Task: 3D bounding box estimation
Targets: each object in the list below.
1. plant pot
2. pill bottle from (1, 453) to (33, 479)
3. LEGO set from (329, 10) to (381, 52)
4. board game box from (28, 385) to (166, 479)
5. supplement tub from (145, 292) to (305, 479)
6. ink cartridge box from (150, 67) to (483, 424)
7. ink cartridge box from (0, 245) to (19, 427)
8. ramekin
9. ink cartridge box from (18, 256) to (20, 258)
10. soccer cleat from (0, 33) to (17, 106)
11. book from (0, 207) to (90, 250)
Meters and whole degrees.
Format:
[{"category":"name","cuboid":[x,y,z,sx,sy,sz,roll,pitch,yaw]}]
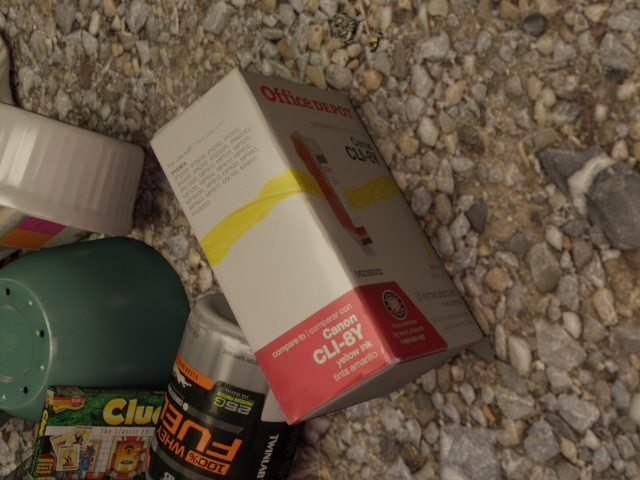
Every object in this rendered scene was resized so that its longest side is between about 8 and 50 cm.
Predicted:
[{"category":"plant pot","cuboid":[-0.378,0.141,1.404,0.293,0.235,0.293,1,92,30]},{"category":"pill bottle","cuboid":[-0.456,0.420,1.513,0.246,0.130,0.130,-39,72,25]},{"category":"LEGO set","cuboid":[0.042,-0.283,1.273,0.083,0.023,0.054,13,97,29]},{"category":"board game box","cuboid":[-0.268,0.276,1.338,0.030,0.260,0.136,25,104,55]},{"category":"supplement tub","cuboid":[-0.121,0.247,1.280,0.194,0.193,0.316,23,102,28]},{"category":"ink cartridge box","cuboid":[0.000,0.000,1.155,0.160,0.279,0.384,-36,74,25]},{"category":"ink cartridge box","cuboid":[-0.577,0.165,1.528,0.130,0.272,0.309,8,104,2]},{"category":"ramekin","cuboid":[-0.395,-0.111,1.394,0.277,0.277,0.135,19,92,28]},{"category":"ink cartridge box","cuboid":[-0.511,0.073,1.597,0.048,0.028,0.083,-47,70,24]},{"category":"soccer cleat","cuboid":[-0.560,-0.278,1.592,0.068,0.076,0.196,-18,82,29]},{"category":"book","cuboid":[-0.442,-0.019,1.484,0.096,0.144,0.035,-28,63,32]}]
